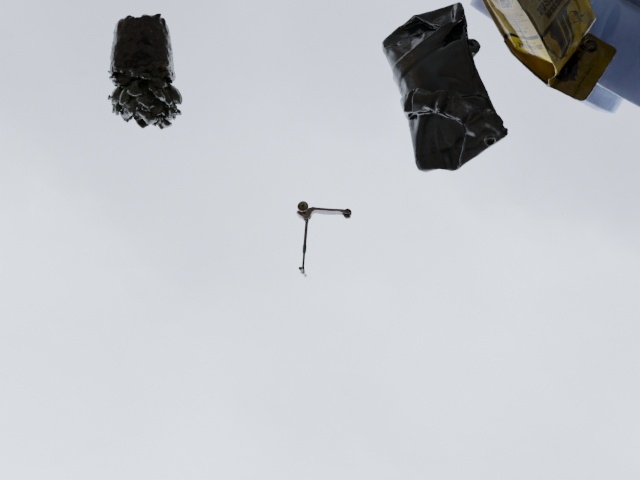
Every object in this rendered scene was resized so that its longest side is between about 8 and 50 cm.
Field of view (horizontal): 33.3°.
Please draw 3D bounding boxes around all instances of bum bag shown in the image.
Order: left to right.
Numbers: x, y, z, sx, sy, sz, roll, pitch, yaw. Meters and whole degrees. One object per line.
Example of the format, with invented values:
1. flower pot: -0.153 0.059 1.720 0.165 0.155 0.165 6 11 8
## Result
1. bum bag: 0.150 -0.194 1.331 0.060 0.123 0.248 52 -160 -46

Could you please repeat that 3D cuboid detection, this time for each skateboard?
1. skateboard: 0.000 0.000 1.220 0.064 0.032 0.083 5 -107 7

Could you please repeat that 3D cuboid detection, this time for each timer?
1. timer: 0.422 -0.274 1.537 0.395 0.173 0.395 27 -163 -9

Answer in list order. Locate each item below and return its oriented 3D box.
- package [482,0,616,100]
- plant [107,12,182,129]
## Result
1. package: 0.189 -0.182 0.885 0.131 0.047 0.071 48 -114 -35
2. plant: -0.220 -0.208 1.333 0.092 0.094 0.143 -4 -100 -8
